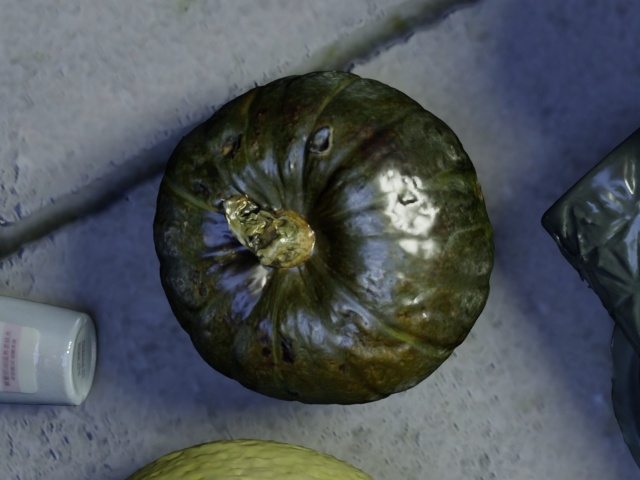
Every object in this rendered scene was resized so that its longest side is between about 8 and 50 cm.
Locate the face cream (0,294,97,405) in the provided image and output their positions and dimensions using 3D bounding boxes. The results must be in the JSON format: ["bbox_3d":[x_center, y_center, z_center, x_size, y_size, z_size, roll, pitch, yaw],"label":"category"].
[{"bbox_3d":[-0.261,0.074,1.244,0.198,0.057,0.084,5,103,13],"label":"face cream"}]

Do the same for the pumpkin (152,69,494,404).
[{"bbox_3d":[0.000,0.000,1.108,0.223,0.157,0.224,1,94,21],"label":"pumpkin"}]

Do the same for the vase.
[{"bbox_3d":[0.264,0.072,1.073,0.301,0.156,0.251,50,135,6],"label":"vase"}]

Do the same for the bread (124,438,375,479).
[{"bbox_3d":[-0.049,0.291,1.155,0.320,0.237,0.320,1,111,2],"label":"bread"}]
